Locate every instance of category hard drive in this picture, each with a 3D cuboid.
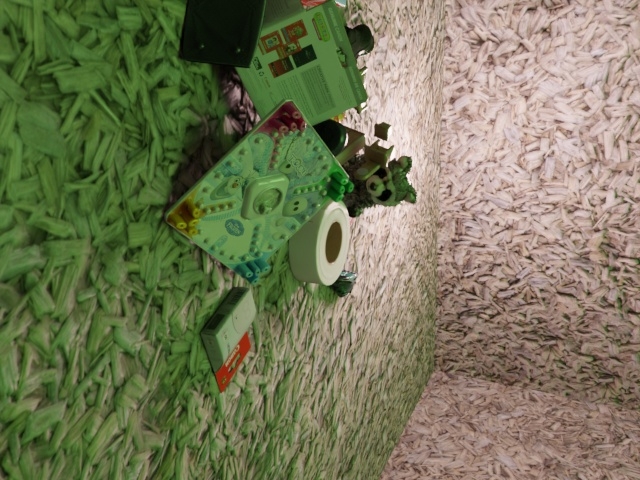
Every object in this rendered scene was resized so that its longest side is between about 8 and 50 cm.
[{"bbox_3d":[-0.202,-0.505,1.507,0.054,0.172,0.255,41,57,-81],"label":"hard drive"}]

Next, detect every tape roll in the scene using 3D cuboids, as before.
[{"bbox_3d":[0.000,0.000,2.230,0.286,0.100,0.286,9,90,-67],"label":"tape roll"}]

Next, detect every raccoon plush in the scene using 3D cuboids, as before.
[{"bbox_3d":[0.230,-0.252,2.390,0.446,0.299,0.216,-57,132,-49],"label":"raccoon plush"}]

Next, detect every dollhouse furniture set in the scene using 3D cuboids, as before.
[{"bbox_3d":[0.049,-0.382,1.950,0.174,0.303,0.356,-42,145,-32],"label":"dollhouse furniture set"}]

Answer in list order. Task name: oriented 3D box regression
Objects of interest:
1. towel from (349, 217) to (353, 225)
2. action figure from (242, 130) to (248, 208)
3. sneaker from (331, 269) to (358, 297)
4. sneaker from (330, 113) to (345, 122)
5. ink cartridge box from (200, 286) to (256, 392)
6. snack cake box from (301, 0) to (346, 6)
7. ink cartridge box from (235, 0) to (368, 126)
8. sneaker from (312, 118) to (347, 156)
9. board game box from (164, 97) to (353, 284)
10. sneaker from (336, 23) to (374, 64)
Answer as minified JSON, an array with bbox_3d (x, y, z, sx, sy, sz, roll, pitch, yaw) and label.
[{"bbox_3d":[0.091,-0.133,2.497,0.144,0.029,0.197,-62,150,-45],"label":"towel"},{"bbox_3d":[-0.152,-0.171,1.766,0.164,0.141,0.276,53,50,-47],"label":"action figure"},{"bbox_3d":[0.081,0.167,2.502,0.223,0.083,0.098,-3,105,-68],"label":"sneaker"},{"bbox_3d":[0.029,-0.388,2.178,0.081,0.094,0.208,59,45,-58],"label":"sneaker"},{"bbox_3d":[-0.228,0.269,1.838,0.189,0.066,0.232,-57,143,-46],"label":"ink cartridge box"},{"bbox_3d":[-0.046,-0.691,1.826,0.264,0.152,0.089,-17,112,-66],"label":"snack cake box"},{"bbox_3d":[-0.060,-0.432,1.672,0.309,0.271,0.130,64,5,-47],"label":"ink cartridge box"},{"bbox_3d":[0.005,-0.257,1.864,0.131,0.319,0.112,12,85,-31],"label":"sneaker"},{"bbox_3d":[-0.125,-0.096,1.659,0.390,0.050,0.390,-44,146,0],"label":"board game box"},{"bbox_3d":[0.096,-0.652,2.248,0.286,0.109,0.130,-62,144,-43],"label":"sneaker"}]
